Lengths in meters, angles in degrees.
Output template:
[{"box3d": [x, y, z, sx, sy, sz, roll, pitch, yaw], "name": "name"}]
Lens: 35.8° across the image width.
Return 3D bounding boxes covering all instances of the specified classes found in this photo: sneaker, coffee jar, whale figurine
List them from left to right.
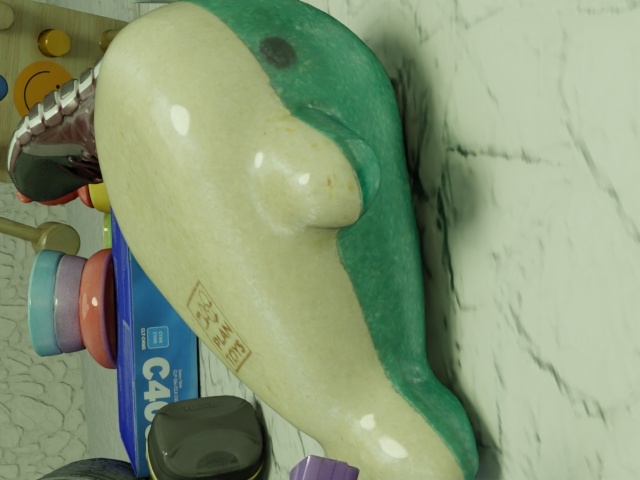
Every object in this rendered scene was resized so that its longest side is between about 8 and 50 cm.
[{"box3d": [-0.199, -0.078, 0.956, 0.281, 0.106, 0.162, -38, 62, 32], "name": "sneaker"}, {"box3d": [-0.105, 0.212, 0.852, 0.184, 0.096, 0.079, 103, 153, -43], "name": "coffee jar"}, {"box3d": [0.000, 0.000, 0.490, 0.272, 0.141, 0.216, 56, 154, 12], "name": "whale figurine"}]

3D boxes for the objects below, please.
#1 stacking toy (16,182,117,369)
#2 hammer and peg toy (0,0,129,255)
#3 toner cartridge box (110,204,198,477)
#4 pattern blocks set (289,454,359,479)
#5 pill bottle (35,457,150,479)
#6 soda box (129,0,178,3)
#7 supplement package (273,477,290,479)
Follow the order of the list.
[{"box3d": [-0.320, 0.025, 1.298, 0.279, 0.131, 0.308, 93, 176, -67], "name": "stacking toy"}, {"box3d": [-0.399, -0.148, 1.376, 0.127, 0.266, 0.361, 11, 94, 50], "name": "hammer and peg toy"}, {"box3d": [-0.193, 0.076, 1.136, 0.165, 0.075, 0.347, -162, 70, -70], "name": "toner cartridge box"}, {"box3d": [-0.035, 0.225, 0.288, 0.285, 0.026, 0.324, 151, 132, -83], "name": "pattern blocks set"}, {"box3d": [-0.253, 0.344, 1.069, 0.361, 0.204, 0.204, 104, 162, -84], "name": "pill bottle"}, {"box3d": [-0.108, -0.318, 0.729, 0.098, 0.091, 0.286, 124, 139, -62], "name": "soda box"}, {"box3d": [-0.080, 0.312, 0.728, 0.139, 0.134, 0.244, -114, 28, -48], "name": "supplement package"}]
